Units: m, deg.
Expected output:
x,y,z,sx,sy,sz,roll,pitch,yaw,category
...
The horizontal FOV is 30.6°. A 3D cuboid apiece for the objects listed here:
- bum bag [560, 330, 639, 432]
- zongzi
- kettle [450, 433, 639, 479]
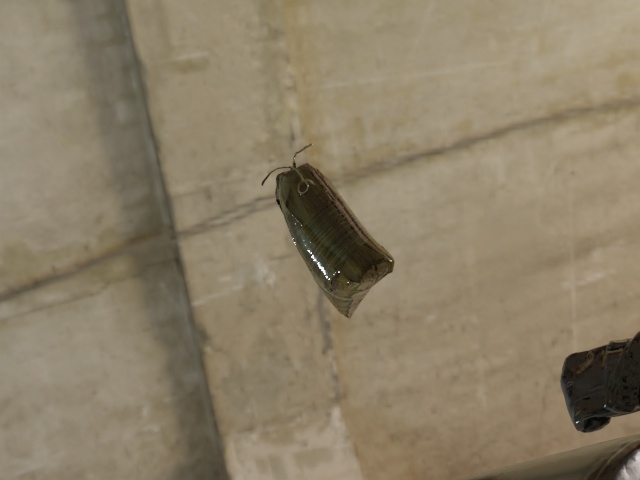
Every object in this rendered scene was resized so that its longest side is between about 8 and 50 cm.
x,y,z,sx,sy,sz,roll,pitch,yaw,category
0.424,0.161,1.468,0.248,0.060,0.123,-15,-137,15,bum bag
0.000,0.000,1.453,0.084,0.184,0.187,-31,-103,-17,zongzi
0.071,0.217,0.607,0.262,0.203,0.308,7,155,-32,kettle
